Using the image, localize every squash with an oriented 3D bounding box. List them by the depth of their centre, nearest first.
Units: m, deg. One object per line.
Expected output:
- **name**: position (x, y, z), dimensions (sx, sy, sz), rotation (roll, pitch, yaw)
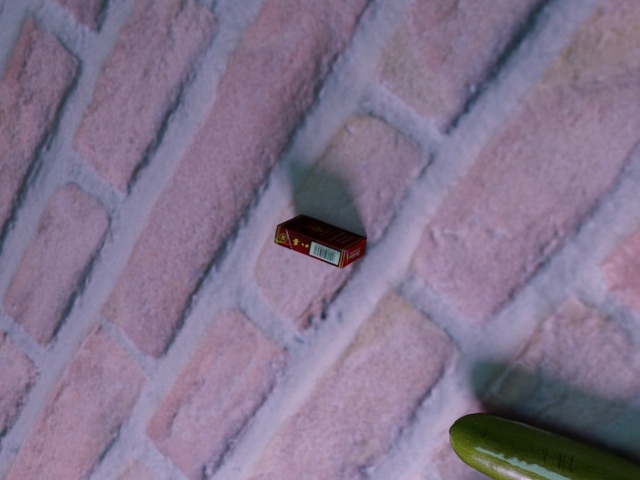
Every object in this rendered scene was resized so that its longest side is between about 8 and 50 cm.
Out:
- **squash**: position (0.241, 0.223, 0.849), dimensions (0.252, 0.066, 0.066), rotation (17, 112, 25)

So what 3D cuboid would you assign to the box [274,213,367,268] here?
- **box**: position (0.000, 0.000, 0.929), dimensions (0.082, 0.051, 0.023), rotation (20, 112, 23)
